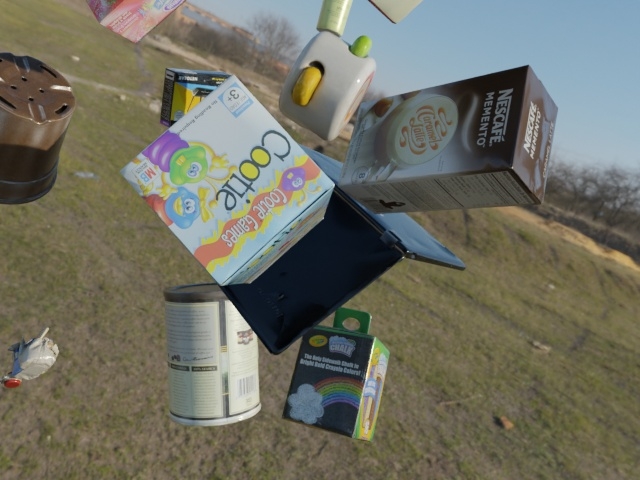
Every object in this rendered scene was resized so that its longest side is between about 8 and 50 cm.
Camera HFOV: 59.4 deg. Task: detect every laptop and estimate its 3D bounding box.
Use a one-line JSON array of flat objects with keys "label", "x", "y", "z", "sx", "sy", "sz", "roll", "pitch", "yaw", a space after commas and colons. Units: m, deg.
[{"label": "laptop", "x": 0.000, "y": 0.000, "z": 1.085, "sx": 0.408, "sy": 0.236, "sz": 0.382, "roll": 13, "pitch": 28, "yaw": -53}]

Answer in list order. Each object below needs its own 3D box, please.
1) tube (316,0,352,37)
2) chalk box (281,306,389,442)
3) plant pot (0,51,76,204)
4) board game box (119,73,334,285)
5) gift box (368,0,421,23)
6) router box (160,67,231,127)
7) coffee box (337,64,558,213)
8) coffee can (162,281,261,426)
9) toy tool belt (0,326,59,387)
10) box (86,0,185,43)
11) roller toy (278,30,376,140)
[{"label": "tube", "x": 0.050, "y": -0.576, "z": 1.237, "sx": 0.062, "sy": 0.240, "sz": 0.070, "roll": 19, "pitch": 7, "yaw": 20}, {"label": "chalk box", "x": 0.051, "y": 0.307, "z": 1.331, "sx": 0.180, "sy": 0.289, "sz": 0.179, "roll": 8, "pitch": -20, "yaw": 21}, {"label": "plant pot", "x": -0.441, "y": -0.166, "z": 0.808, "sx": 0.167, "sy": 0.165, "sz": 0.167, "roll": 27, "pitch": 41, "yaw": -26}, {"label": "board game box", "x": -0.089, "y": -0.047, "z": 0.640, "sx": 0.142, "sy": 0.144, "sz": 0.275, "roll": 48, "pitch": -5, "yaw": 2}, {"label": "gift box", "x": 0.035, "y": -0.427, "z": 0.583, "sx": 0.276, "sy": 0.258, "sz": 0.255, "roll": 24, "pitch": 37, "yaw": -40}, {"label": "router box", "x": -0.301, "y": -0.346, "z": 1.373, "sx": 0.046, "sy": 0.133, "sz": 0.179, "roll": 28, "pitch": 27, "yaw": 31}, {"label": "coffee box", "x": 0.159, "y": -0.119, "z": 0.726, "sx": 0.246, "sy": 0.141, "sz": 0.098, "roll": -2, "pitch": -24, "yaw": 42}, {"label": "coffee can", "x": -0.236, "y": 0.237, "z": 1.229, "sx": 0.202, "sy": 0.275, "sz": 0.201, "roll": -2, "pitch": 1, "yaw": 0}, {"label": "toy tool belt", "x": -0.375, "y": 0.149, "z": 0.720, "sx": 0.052, "sy": 0.083, "sz": 0.051, "roll": 31, "pitch": 33, "yaw": -48}, {"label": "box", "x": -0.384, "y": -0.615, "z": 1.271, "sx": 0.154, "sy": 0.300, "sz": 0.142, "roll": 58, "pitch": 16, "yaw": 10}, {"label": "roller toy", "x": 0.007, "y": -0.310, "z": 1.133, "sx": 0.146, "sy": 0.209, "sz": 0.191, "roll": 31, "pitch": -24, "yaw": 1}]
